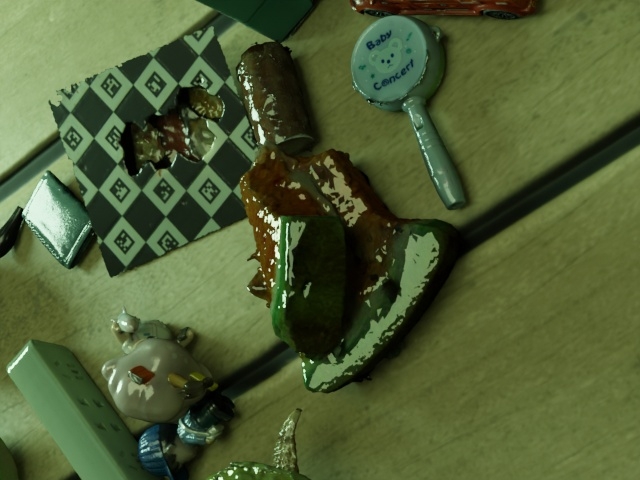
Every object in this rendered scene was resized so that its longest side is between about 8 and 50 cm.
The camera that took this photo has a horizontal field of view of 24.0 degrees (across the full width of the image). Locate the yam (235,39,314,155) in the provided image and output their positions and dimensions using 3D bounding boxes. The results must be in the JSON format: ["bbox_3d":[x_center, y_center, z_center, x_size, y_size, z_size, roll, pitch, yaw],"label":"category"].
[{"bbox_3d":[-0.056,-0.173,1.889,0.079,0.079,0.141,-28,67,27],"label":"yam"}]

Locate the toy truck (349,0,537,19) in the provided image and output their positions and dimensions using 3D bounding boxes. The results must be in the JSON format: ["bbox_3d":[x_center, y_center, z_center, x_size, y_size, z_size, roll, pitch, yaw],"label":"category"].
[{"bbox_3d":[0.132,-0.324,1.763,0.252,0.114,0.108,7,86,34],"label":"toy truck"}]

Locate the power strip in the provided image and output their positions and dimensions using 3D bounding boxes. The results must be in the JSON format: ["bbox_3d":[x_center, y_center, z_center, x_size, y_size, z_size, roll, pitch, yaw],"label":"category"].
[{"bbox_3d":[-0.276,0.277,1.941,0.062,0.091,0.385,-50,59,13],"label":"power strip"}]

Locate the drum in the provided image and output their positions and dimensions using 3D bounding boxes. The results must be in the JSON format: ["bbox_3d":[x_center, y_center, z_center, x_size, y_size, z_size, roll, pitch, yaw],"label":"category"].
[{"bbox_3d":[0.099,-0.147,1.791,0.130,0.049,0.253,-15,73,31],"label":"drum"}]

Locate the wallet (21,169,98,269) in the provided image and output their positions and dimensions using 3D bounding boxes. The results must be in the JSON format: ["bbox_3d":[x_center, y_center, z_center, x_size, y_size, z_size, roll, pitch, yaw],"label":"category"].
[{"bbox_3d":[-0.362,-0.027,2.096,0.129,0.026,0.088,43,110,31],"label":"wallet"}]

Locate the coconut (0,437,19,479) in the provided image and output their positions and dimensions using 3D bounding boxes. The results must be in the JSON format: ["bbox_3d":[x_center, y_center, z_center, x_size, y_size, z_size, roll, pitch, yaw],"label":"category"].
[{"bbox_3d":[-0.531,0.331,2.044,0.236,0.236,0.205,-28,101,27],"label":"coconut"}]

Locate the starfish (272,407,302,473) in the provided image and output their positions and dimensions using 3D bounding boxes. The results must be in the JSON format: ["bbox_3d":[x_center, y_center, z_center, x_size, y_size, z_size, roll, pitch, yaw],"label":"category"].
[{"bbox_3d":[0.031,0.390,1.717,0.293,0.084,0.301,29,101,30],"label":"starfish"}]

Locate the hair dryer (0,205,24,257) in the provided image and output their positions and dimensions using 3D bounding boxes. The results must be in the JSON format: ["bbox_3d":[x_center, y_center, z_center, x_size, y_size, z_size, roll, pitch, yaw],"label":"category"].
[{"bbox_3d":[-0.463,-0.020,2.168,0.083,0.031,0.079,23,83,43],"label":"hair dryer"}]

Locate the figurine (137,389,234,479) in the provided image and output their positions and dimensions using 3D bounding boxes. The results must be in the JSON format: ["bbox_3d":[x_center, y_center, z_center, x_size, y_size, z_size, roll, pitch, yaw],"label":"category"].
[{"bbox_3d":[-0.174,0.243,1.889,0.136,0.079,0.077,-54,16,19],"label":"figurine"}]

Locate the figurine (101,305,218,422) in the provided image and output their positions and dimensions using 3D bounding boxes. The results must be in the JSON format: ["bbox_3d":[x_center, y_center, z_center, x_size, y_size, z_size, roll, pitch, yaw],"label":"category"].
[{"bbox_3d":[-0.208,0.160,1.876,0.112,0.137,0.229,-67,24,18],"label":"figurine"}]

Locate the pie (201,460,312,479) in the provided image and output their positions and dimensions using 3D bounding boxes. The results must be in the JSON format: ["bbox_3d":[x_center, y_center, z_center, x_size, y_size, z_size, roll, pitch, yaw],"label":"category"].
[{"bbox_3d":[-0.074,0.392,1.700,0.306,0.071,0.306,-1,88,34],"label":"pie"}]

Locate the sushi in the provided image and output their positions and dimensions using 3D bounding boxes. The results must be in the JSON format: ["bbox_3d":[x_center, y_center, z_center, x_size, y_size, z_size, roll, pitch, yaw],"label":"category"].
[{"bbox_3d":[-0.203,-0.121,1.994,0.290,0.050,0.264,-21,89,28],"label":"sushi"}]

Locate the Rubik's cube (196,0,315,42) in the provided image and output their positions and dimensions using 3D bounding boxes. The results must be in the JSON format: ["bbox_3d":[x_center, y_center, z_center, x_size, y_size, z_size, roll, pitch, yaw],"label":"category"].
[{"bbox_3d":[-0.092,-0.421,1.867,0.225,0.231,0.221,-47,60,16],"label":"Rubik's cube"}]

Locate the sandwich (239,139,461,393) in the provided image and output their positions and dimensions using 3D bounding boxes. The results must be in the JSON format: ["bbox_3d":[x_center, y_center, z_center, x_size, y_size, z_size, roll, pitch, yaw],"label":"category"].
[{"bbox_3d":[0.000,0.000,1.764,0.250,0.162,0.301,-45,62,14],"label":"sandwich"}]
